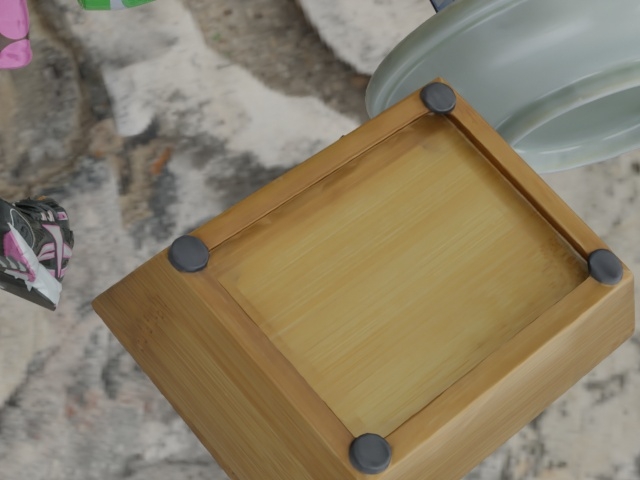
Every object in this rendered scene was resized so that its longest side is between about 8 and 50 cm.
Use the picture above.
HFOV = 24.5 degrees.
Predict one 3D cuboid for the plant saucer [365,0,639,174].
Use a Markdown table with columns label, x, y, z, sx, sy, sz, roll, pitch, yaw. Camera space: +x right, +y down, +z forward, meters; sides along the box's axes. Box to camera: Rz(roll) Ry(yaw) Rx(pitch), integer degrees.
| label | x | y | z | sx | sy | sz | roll | pitch | yaw |
| --- | --- | --- | --- | --- | --- | --- | --- | --- | --- |
| plant saucer | 0.243 | -0.144 | 1.326 | 0.400 | 0.400 | 0.100 | -7 | 72 | -34 |

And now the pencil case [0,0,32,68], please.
| label | x | y | z | sx | sy | sz | roll | pitch | yaw |
| --- | --- | --- | --- | --- | --- | --- | --- | --- | --- |
| pencil case | -0.329 | -0.271 | 1.416 | 0.095 | 0.098 | 0.209 | -2 | 118 | -10 |

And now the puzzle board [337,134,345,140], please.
| label | x | y | z | sx | sy | sz | roll | pitch | yaw |
| --- | --- | --- | --- | --- | --- | --- | --- | --- | --- |
| puzzle board | 0.000 | 0.000 | 1.073 | 0.128 | 0.011 | 0.096 | -51 | 137 | -20 |

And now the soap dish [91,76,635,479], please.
| label | x | y | z | sx | sy | sz | roll | pitch | yaw |
| --- | --- | --- | --- | --- | --- | --- | --- | --- | --- |
| soap dish | 0.040 | 0.039 | 0.935 | 0.291 | 0.118 | 0.229 | -34 | 74 | -28 |

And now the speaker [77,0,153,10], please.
| label | x | y | z | sx | sy | sz | roll | pitch | yaw |
| --- | --- | --- | --- | --- | --- | --- | --- | --- | --- |
| speaker | -0.094 | -0.306 | 1.367 | 0.297 | 0.131 | 0.131 | -18 | 98 | -11 |

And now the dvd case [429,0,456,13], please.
| label | x | y | z | sx | sy | sz | roll | pitch | yaw |
| --- | --- | --- | --- | --- | --- | --- | --- | --- | --- |
| dvd case | 0.198 | -0.274 | 1.605 | 0.022 | 0.253 | 0.180 | -25 | 83 | -25 |

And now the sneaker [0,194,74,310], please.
| label | x | y | z | sx | sy | sz | roll | pitch | yaw |
| --- | --- | --- | --- | --- | --- | --- | --- | --- | --- |
| sneaker | -0.240 | -0.007 | 1.183 | 0.072 | 0.178 | 0.077 | 20 | 74 | 5 |
